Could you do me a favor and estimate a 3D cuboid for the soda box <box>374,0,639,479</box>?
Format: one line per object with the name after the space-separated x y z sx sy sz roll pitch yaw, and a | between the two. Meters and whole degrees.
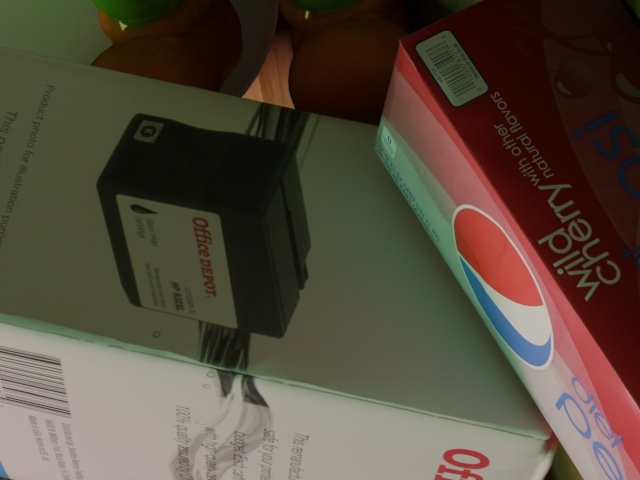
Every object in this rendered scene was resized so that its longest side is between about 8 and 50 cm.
0.121 0.035 0.606 0.263 0.083 0.092 59 164 18 | soda box

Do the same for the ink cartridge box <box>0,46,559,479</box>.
-0.053 0.037 0.768 0.223 0.307 0.129 98 -175 -65 | ink cartridge box

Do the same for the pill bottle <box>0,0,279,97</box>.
-0.152 -0.130 1.012 0.204 0.204 0.361 66 165 -8 | pill bottle

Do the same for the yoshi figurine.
-0.069 -0.196 0.676 0.203 0.203 0.362 31 144 49 | yoshi figurine
